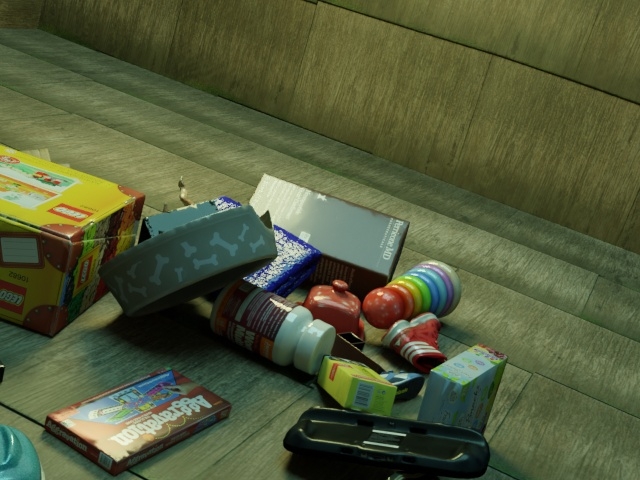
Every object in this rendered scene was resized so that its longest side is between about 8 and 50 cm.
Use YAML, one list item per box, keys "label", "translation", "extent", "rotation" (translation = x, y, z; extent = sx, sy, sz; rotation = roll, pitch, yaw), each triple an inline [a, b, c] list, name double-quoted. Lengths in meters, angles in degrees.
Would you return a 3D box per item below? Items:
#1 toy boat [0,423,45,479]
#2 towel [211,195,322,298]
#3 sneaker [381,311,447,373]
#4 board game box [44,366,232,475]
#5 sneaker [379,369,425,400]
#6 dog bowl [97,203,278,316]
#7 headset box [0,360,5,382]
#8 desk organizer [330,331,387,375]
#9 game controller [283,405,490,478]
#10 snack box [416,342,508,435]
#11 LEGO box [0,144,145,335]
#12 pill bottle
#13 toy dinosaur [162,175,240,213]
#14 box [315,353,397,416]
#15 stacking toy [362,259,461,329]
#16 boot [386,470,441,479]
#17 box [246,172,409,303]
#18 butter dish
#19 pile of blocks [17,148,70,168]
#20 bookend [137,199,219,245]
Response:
- label: "toy boat"
  translation: [-0.494, 0.242, 1.173]
  extent: [0.268, 0.148, 0.318]
  rotation: [5, 22, -31]
- label: "towel"
  translation: [-0.178, 0.026, 2.037]
  extent: [0.308, 0.076, 0.228]
  rotation: [30, 59, 29]
- label: "sneaker"
  translation: [0.224, 0.230, 2.000]
  extent: [0.128, 0.087, 0.221]
  rotation: [46, 27, 22]
- label: "board game box"
  translation: [-0.277, 0.274, 1.466]
  extent: [0.145, 0.027, 0.281]
  rotation: [26, 20, 24]
- label: "sneaker"
  translation: [0.142, 0.274, 1.793]
  extent: [0.144, 0.053, 0.059]
  rotation: [1, 22, -43]
- label: "dog bowl"
  translation: [-0.238, 0.043, 1.769]
  extent: [0.349, 0.349, 0.102]
  rotation: [-14, 79, -58]
- label: "headset box"
  translation: [-0.541, 0.192, 1.467]
  extent: [0.062, 0.032, 0.083]
  rotation: [0, 26, -40]
- label: "desk organizer"
  translation: [0.080, 0.235, 1.856]
  extent: [0.047, 0.050, 0.130]
  rotation: [-2, 26, -44]
- label: "game controller"
  translation: [0.105, 0.323, 1.479]
  extent: [0.319, 0.067, 0.166]
  rotation: [5, 13, 15]
- label: "snack box"
  translation: [0.241, 0.290, 1.636]
  extent: [0.070, 0.174, 0.207]
  rotation: [23, 20, 29]
- label: "LEGO box"
  translation: [-0.644, -0.041, 1.801]
  extent: [0.500, 0.193, 0.372]
  rotation: [19, 18, 6]
- label: "pill bottle"
  translation: [-0.091, 0.166, 1.794]
  extent: [0.221, 0.121, 0.121]
  rotation: [24, 19, 21]
- label: "toy dinosaur"
  translation: [-0.278, -0.035, 2.237]
  extent: [0.200, 0.127, 0.295]
  rotation: [22, 23, -4]
- label: "box"
  translation: [0.059, 0.255, 1.657]
  extent: [0.087, 0.058, 0.232]
  rotation: [15, 0, -11]
- label: "stacking toy"
  translation: [0.193, 0.136, 2.097]
  extent: [0.141, 0.141, 0.330]
  rotation: [25, 20, 25]
- label: "boot"
  translation: [0.162, 0.407, 1.396]
  extent: [0.137, 0.076, 0.198]
  rotation: [32, 24, 25]
- label: "box"
  translation: [0.000, 0.000, 2.229]
  extent: [0.381, 0.143, 0.191]
  rotation: [19, 51, 5]
- label: "butter dish"
  translation: [0.027, 0.140, 1.980]
  extent: [0.160, 0.118, 0.160]
  rotation: [17, 19, -1]
- label: "pile of blocks"
  translation: [-0.617, -0.102, 2.165]
  extent: [0.362, 0.112, 0.149]
  rotation: [26, 35, 37]
- label: "bookend"
  translation: [-0.295, -0.002, 1.965]
  extent: [0.157, 0.156, 0.072]
  rotation: [-17, 69, -23]
